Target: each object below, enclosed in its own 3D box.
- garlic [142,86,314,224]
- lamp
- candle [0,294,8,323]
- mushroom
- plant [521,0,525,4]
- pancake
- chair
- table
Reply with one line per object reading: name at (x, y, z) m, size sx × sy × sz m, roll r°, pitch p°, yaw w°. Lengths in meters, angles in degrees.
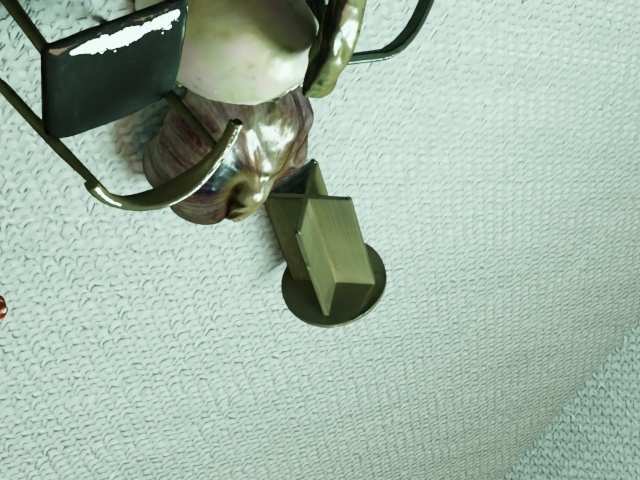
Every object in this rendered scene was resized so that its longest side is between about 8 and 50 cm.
garlic at (-0.107, -0.115, 2.029) m, size 0.245 × 0.160 × 0.245 m, roll -30°, pitch 152°, yaw -18°
lamp at (0.093, -0.284, 1.969) m, size 0.283 × 0.124 × 0.203 m, roll -25°, pitch -165°, yaw -24°
candle at (-0.545, 0.159, 2.023) m, size 0.329 × 0.051 × 0.048 m, roll -29°, pitch 154°, yaw -19°
mushroom at (-0.087, -0.268, 1.820) m, size 0.236 × 0.162 × 0.173 m, roll -40°, pitch 155°, yaw -2°
plant at (0.159, -0.422, 1.806) m, size 0.297 × 0.306 × 0.261 m, roll -8°, pitch 179°, yaw -2°
pancake at (0.040, -0.286, 1.716) m, size 0.294 × 0.049 × 0.294 m, roll -161°, pitch -90°, yaw -90°
chair at (-0.222, -0.179, 1.667) m, size 0.188 × 0.272 × 0.166 m, roll -26°, pitch 151°, yaw -27°
table at (0.000, 0.000, 2.372) m, size 0.167 × 0.167 × 0.226 m, roll -33°, pitch 144°, yaw -12°
